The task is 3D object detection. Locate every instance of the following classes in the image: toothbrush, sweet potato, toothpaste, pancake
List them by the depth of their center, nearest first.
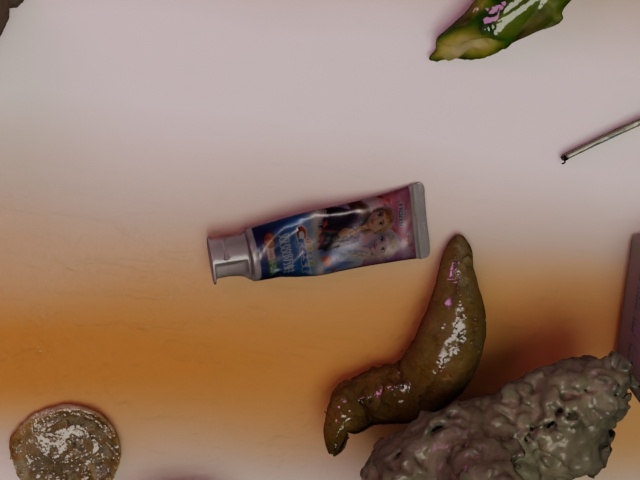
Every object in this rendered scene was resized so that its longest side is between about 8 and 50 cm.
[{"bbox_3d":[0.414,-0.160,1.570,0.294,0.026,0.028,-30,95,5],"label":"toothbrush"},{"bbox_3d":[0.000,0.000,1.573,0.266,0.061,0.096,-11,113,-10],"label":"toothpaste"},{"bbox_3d":[0.120,0.149,1.626,0.124,0.098,0.310,35,101,-12],"label":"sweet potato"},{"bbox_3d":[-0.313,0.263,1.652,0.139,0.022,0.140,-3,113,-7],"label":"pancake"}]

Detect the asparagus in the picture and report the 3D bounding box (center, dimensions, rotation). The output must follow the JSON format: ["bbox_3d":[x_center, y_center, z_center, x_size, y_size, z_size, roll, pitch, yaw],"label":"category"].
[{"bbox_3d":[0.262,-0.298,1.463,0.343,0.085,0.082,-39,136,7],"label":"asparagus"}]

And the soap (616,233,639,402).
[{"bbox_3d":[0.470,0.099,1.626,0.182,0.138,0.199,-1,113,-9],"label":"soap"}]

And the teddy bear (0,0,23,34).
[{"bbox_3d":[-0.394,-0.222,1.304,0.151,0.267,0.236,-2,114,12],"label":"teddy bear"}]

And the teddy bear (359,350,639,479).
[{"bbox_3d":[0.224,0.268,1.571,0.367,0.357,0.224,-29,87,11],"label":"teddy bear"}]
